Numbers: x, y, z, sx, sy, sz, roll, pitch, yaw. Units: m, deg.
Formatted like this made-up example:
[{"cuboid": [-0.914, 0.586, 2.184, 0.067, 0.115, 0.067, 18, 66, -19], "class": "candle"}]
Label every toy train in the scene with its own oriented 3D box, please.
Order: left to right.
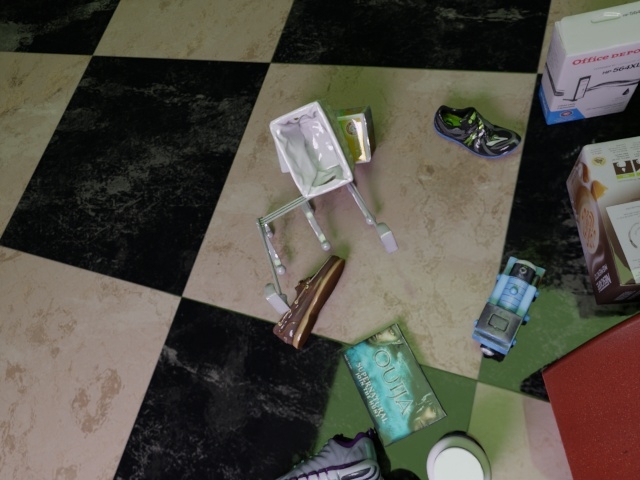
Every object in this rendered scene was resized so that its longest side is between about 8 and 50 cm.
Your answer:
[{"cuboid": [0.330, 0.113, 0.788, 0.080, 0.105, 0.184, 26, 80, 24], "class": "toy train"}]

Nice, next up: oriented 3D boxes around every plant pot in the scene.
[{"cuboid": [0.457, 0.260, 0.590, 0.235, 0.267, 0.267, -24, 39, 28], "class": "plant pot"}]

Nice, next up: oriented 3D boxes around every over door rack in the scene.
[{"cuboid": [0.000, 0.000, 0.889, 0.239, 0.108, 0.324, -30, 30, 5], "class": "over door rack"}]

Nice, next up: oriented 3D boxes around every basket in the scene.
[{"cuboid": [-0.008, -0.188, 0.895, 0.113, 0.167, 0.103, -19, 21, 21], "class": "basket"}]

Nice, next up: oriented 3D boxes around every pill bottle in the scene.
[{"cuboid": [0.215, 0.353, 0.699, 0.094, 0.169, 0.094, -6, 69, 16], "class": "pill bottle"}]

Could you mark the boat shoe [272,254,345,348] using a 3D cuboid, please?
[{"cuboid": [-0.025, 0.115, 0.922, 0.073, 0.073, 0.207, 28, 80, 23], "class": "boat shoe"}]

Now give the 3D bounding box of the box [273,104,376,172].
[{"cuboid": [0.013, -0.225, 0.996, 0.203, 0.103, 0.114, -4, 24, 17], "class": "box"}]

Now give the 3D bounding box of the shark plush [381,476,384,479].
[{"cuboid": [0.087, 0.491, 0.773, 0.067, 0.073, 0.161, 23, 99, 44], "class": "shark plush"}]

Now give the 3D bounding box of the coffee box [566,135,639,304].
[{"cuboid": [0.509, -0.029, 0.764, 0.098, 0.141, 0.247, -8, 68, 15], "class": "coffee box"}]

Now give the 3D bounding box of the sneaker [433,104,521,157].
[{"cuboid": [0.319, -0.230, 0.936, 0.188, 0.078, 0.067, 30, 82, 25], "class": "sneaker"}]

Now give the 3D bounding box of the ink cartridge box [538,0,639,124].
[{"cuboid": [0.507, -0.320, 0.839, 0.148, 0.203, 0.086, -7, 68, 16], "class": "ink cartridge box"}]

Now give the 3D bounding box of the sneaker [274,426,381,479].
[{"cuboid": [0.005, 0.412, 0.815, 0.223, 0.083, 0.098, -23, 31, 18], "class": "sneaker"}]

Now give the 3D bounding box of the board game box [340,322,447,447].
[{"cuboid": [0.133, 0.266, 0.840, 0.126, 0.026, 0.186, -30, 64, 6], "class": "board game box"}]
